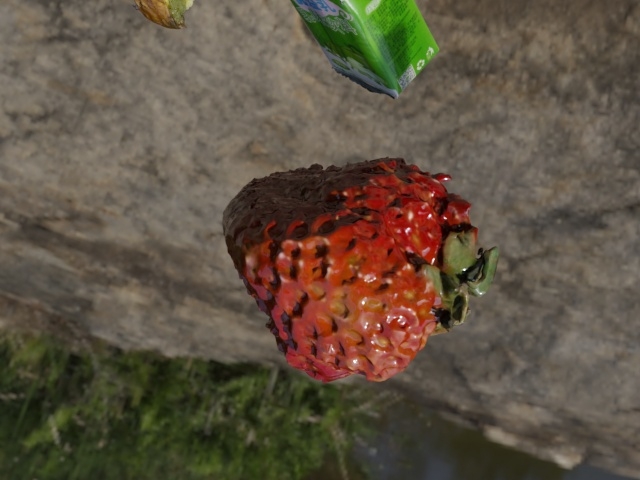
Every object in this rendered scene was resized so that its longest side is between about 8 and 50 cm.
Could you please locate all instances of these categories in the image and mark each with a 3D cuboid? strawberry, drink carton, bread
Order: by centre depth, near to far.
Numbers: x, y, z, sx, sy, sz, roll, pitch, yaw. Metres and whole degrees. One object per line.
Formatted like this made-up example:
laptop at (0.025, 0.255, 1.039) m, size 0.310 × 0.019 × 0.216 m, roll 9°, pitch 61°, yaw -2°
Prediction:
strawberry at (-0.002, 0.007, 0.778) m, size 0.236 × 0.175 × 0.106 m, roll 1°, pitch 161°, yaw 42°
bread at (-0.190, -0.343, 1.300) m, size 0.065 × 0.103 × 0.187 m, roll 10°, pitch 145°, yaw 25°
drink carton at (0.051, -0.330, 1.583) m, size 0.161 × 0.108 × 0.271 m, roll 32°, pitch 170°, yaw 36°
